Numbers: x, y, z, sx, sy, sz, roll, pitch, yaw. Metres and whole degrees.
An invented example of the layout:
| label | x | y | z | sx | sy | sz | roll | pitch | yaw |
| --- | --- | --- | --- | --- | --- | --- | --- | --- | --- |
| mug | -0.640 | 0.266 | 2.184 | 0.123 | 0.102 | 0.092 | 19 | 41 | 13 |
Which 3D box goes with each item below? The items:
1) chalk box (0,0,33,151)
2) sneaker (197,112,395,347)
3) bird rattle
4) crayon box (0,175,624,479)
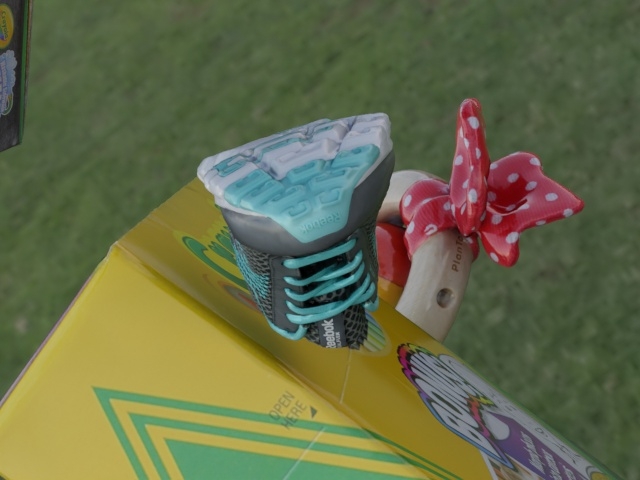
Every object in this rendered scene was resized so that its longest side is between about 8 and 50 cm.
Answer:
| label | x | y | z | sx | sy | sz | roll | pitch | yaw |
| --- | --- | --- | --- | --- | --- | --- | --- | --- | --- |
| chalk box | -0.271 | -0.122 | 1.197 | 0.132 | 0.132 | 0.213 | 27 | 36 | 26 |
| sneaker | 0.000 | 0.000 | 0.626 | 0.065 | 0.076 | 0.166 | -19 | 4 | -2 |
| bird rattle | 0.052 | 0.023 | 1.280 | 0.207 | 0.143 | 0.253 | 14 | 91 | 60 |
| crayon box | 0.030 | 0.109 | 0.850 | 0.106 | 0.313 | 0.363 | -52 | 3 | 6 |
